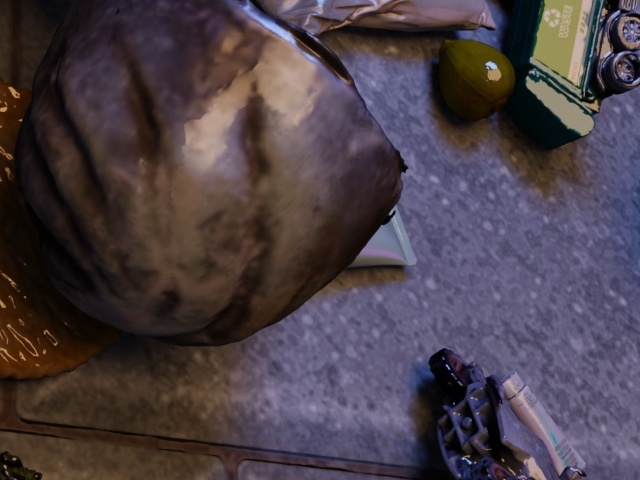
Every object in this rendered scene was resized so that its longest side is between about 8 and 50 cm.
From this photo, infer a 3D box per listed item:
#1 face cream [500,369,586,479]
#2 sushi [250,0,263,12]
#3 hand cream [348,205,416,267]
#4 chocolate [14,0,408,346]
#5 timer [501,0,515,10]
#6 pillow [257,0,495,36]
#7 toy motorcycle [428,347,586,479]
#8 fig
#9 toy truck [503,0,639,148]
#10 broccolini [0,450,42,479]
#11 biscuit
[{"bbox_3d":[0.202,0.171,1.523,0.038,0.020,0.115,-38,92,-41],"label":"face cream"},{"bbox_3d":[-0.123,-0.172,1.416,0.373,0.100,0.296,46,12,-9],"label":"sushi"},{"bbox_3d":[0.000,0.000,1.457,0.205,0.050,0.078,-11,74,-41],"label":"hand cream"},{"bbox_3d":[-0.112,-0.035,1.233,0.303,0.303,0.213,40,67,-11],"label":"chocolate"},{"bbox_3d":[0.250,-0.309,1.767,0.144,0.055,0.187,40,57,-10],"label":"timer"},{"bbox_3d":[0.033,-0.261,1.595,0.270,0.067,0.173,-11,68,-37],"label":"pillow"},{"bbox_3d":[0.156,0.175,1.413,0.122,0.080,0.215,41,17,-29],"label":"toy motorcycle"},{"bbox_3d":[0.147,-0.160,1.619,0.074,0.074,0.088,-19,61,-38],"label":"fig"},{"bbox_3d":[0.259,-0.220,1.665,0.124,0.114,0.253,13,80,-15],"label":"toy truck"},{"bbox_3d":[-0.189,0.238,1.202,0.202,0.068,0.091,47,31,-7],"label":"broccolini"},{"bbox_3d":[-0.251,-0.011,1.301,0.254,0.035,0.254,15,61,-29],"label":"biscuit"}]
